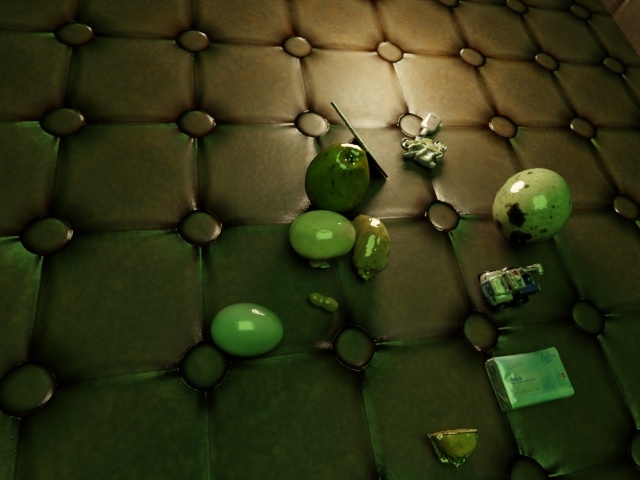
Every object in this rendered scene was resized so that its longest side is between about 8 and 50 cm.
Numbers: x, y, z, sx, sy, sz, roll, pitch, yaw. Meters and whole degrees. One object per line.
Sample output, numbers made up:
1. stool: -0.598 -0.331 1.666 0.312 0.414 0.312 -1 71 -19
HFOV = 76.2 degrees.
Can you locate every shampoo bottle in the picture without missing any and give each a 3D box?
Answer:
1. shampoo bottle: 0.515 -0.543 1.944 0.080 0.040 0.165 33 62 4

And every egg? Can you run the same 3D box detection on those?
1. egg: 0.872 -0.148 1.686 0.288 0.287 0.379 32 51 4
2. egg: -0.230 0.282 1.293 0.231 0.168 0.167 7 63 -14

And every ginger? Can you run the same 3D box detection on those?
1. ginger: 0.186 0.022 1.538 0.138 0.152 0.267 22 51 -35

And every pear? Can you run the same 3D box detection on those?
1. pear: 0.067 -0.233 1.543 0.253 0.307 0.252 8 66 -18

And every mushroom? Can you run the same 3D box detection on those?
1. mushroom: 0.000 0.000 1.480 0.246 0.202 0.246 5 19 -2

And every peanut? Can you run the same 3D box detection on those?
1. peanut: 0.009 0.217 1.444 0.113 0.054 0.053 22 61 -4

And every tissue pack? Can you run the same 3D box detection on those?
1. tissue pack: 0.743 0.489 1.448 0.264 0.089 0.177 -4 63 -15

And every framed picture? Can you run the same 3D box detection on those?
1. framed picture: 0.166 -0.400 1.660 0.016 0.347 0.264 -37 73 14

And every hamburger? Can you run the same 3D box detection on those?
1. hamburger: 0.421 0.658 1.301 0.176 0.087 0.102 3 75 -19

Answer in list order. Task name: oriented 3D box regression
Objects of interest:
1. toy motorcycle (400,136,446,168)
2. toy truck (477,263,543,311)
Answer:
1. toy motorcycle: 0.472 -0.392 1.841 0.225 0.073 0.152 2 66 -12
2. toy truck: 0.731 0.166 1.558 0.213 0.177 0.161 -8 67 -17
